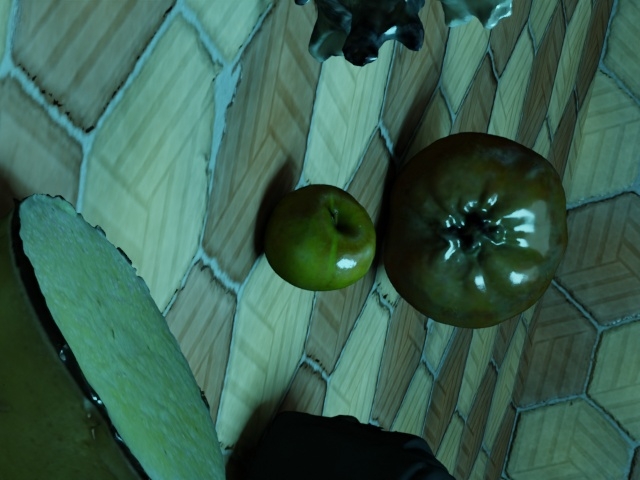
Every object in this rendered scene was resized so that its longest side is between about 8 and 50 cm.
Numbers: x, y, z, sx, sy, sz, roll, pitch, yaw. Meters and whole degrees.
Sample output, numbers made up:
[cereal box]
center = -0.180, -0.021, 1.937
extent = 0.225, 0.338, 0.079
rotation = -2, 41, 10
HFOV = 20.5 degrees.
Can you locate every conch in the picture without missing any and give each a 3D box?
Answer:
[conch]
center = 0.082, -0.214, 1.191
extent = 0.313, 0.240, 0.186
rotation = -30, 121, -52

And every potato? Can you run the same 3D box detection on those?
[potato]
center = -0.142, 0.078, 0.900
extent = 0.182, 0.117, 0.202
rotation = 66, 9, 12

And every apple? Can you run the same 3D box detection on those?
[apple]
center = 0.000, 0.000, 1.390
extent = 0.074, 0.089, 0.089
rotation = -62, 176, 39

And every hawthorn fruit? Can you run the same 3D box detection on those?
[hawthorn fruit]
center = 0.156, -0.015, 1.811
extent = 0.251, 0.199, 0.199
rotation = -53, 158, -84

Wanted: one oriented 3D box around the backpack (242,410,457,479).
[backpack]
center = 0.025, 0.371, 1.575
extent = 0.363, 0.255, 0.446
rotation = -67, 150, -29
